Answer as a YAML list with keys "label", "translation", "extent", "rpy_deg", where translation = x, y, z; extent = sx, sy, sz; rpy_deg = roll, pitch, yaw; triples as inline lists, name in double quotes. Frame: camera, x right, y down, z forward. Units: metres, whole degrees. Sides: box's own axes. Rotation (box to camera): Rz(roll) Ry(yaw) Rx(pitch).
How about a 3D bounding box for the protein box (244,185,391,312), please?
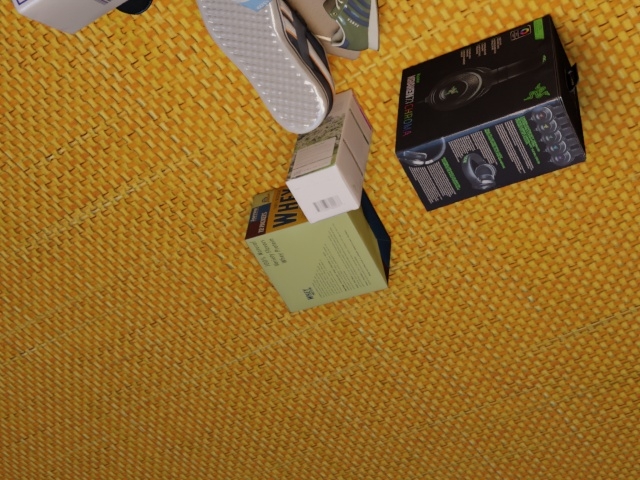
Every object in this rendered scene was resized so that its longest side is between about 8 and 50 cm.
- label: "protein box"
  translation: [0.000, 0.000, 1.980]
  extent: [0.201, 0.136, 0.199]
  rpy_deg: [-16, 127, 20]

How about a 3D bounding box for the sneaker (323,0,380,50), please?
- label: "sneaker"
  translation: [0.046, -0.370, 1.647]
  extent: [0.086, 0.064, 0.192]
  rpy_deg: [-2, 138, 4]

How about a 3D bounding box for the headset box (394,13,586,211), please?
- label: "headset box"
  translation: [0.277, -0.205, 1.690]
  extent: [0.283, 0.246, 0.131]
  rpy_deg: [-17, 126, 22]

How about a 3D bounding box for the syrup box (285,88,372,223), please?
- label: "syrup box"
  translation: [0.019, -0.145, 1.786]
  extent: [0.093, 0.236, 0.096]
  rpy_deg: [-18, 123, 22]

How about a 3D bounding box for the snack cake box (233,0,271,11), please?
- label: "snack cake box"
  translation: [-0.050, -0.440, 1.470]
  extent: [0.264, 0.089, 0.152]
  rpy_deg: [-32, 158, 28]

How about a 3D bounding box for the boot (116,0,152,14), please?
- label: "boot"
  translation: [-0.310, -0.414, 1.622]
  extent: [0.094, 0.207, 0.246]
  rpy_deg: [11, 132, -1]

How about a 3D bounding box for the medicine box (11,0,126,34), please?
- label: "medicine box"
  translation: [-0.317, -0.469, 1.399]
  extent: [0.264, 0.149, 0.289]
  rpy_deg: [-29, 83, 12]

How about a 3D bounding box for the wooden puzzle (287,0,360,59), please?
- label: "wooden puzzle"
  translation: [-0.018, -0.409, 1.698]
  extent: [0.221, 0.044, 0.238]
  rpy_deg: [14, 135, -4]

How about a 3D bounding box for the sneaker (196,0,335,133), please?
- label: "sneaker"
  translation: [-0.086, -0.323, 1.689]
  extent: [0.126, 0.127, 0.321]
  rpy_deg: [-25, 102, 23]
